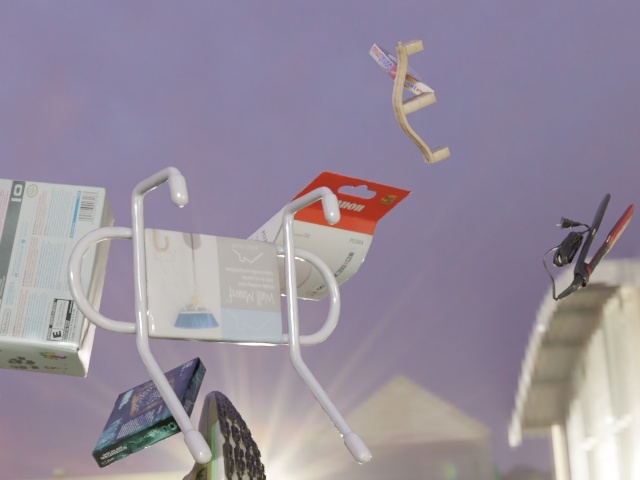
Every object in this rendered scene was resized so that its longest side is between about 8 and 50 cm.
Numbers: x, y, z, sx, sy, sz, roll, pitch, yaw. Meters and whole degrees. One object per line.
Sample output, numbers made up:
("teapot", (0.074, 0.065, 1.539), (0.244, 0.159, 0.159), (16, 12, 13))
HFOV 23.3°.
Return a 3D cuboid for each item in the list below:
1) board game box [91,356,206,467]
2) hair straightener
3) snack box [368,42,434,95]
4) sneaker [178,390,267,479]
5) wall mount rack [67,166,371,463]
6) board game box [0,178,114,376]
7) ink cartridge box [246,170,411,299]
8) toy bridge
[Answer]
("board game box", (-0.217, 0.218, 1.989), (0.126, 0.026, 0.186), (-26, 14, 12))
("hair straightener", (0.388, 0.006, 2.324), (0.089, 0.230, 0.047), (28, -37, 14))
("snack box", (0.124, -0.262, 2.408), (0.064, 0.022, 0.178), (30, 12, -21))
("sneaker", (-0.183, 0.397, 2.091), (0.182, 0.410, 0.158), (-6, -29, 17))
("wall mount rack", (-0.080, 0.087, 1.607), (0.350, 0.304, 0.130), (6, -18, -38))
("board game box", (-0.430, 0.039, 1.955), (0.303, 0.224, 0.097), (6, -25, 2))
("ink cartridge box", (0.000, 0.000, 2.219), (0.189, 0.066, 0.232), (10, -36, -44))
("toy bridge", (0.137, -0.200, 2.264), (0.063, 0.188, 0.026), (-25, 19, -25))
